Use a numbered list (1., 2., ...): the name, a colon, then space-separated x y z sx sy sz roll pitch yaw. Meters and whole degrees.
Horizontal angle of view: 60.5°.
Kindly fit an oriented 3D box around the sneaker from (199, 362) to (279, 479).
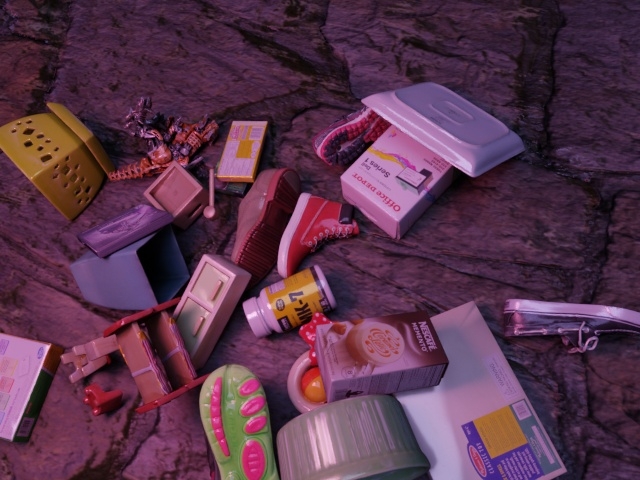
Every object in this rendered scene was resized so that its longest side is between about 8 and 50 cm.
1. sneaker: -0.163 0.506 1.183 0.185 0.202 0.483 0 85 -3

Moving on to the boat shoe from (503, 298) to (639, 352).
1. boat shoe: 0.572 0.198 1.231 0.306 0.113 0.105 5 75 13

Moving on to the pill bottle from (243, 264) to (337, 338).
1. pill bottle: -0.074 0.153 1.339 0.208 0.119 0.119 -25 66 -2

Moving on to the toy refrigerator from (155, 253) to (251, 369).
1. toy refrigerator: -0.284 0.174 1.324 0.102 0.094 0.270 31 97 19

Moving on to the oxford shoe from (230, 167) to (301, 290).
1. oxford shoe: -0.168 -0.033 1.452 0.130 0.123 0.348 10 69 41

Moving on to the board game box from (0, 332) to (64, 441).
1. board game box: -0.850 0.354 1.399 0.316 0.064 0.242 10 70 12

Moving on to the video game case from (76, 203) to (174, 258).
1. video game case: -0.507 -0.032 1.409 0.196 0.026 0.274 -31 23 -25

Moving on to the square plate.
1. square plate: 0.329 -0.307 1.399 0.347 0.049 0.344 40 39 21

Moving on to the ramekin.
1. ramekin: 0.055 0.431 1.115 0.303 0.303 0.148 -17 59 1

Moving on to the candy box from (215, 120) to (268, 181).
1. candy box: -0.214 -0.249 1.516 0.105 0.027 0.206 2 58 13

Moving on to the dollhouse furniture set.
1. dollhouse furniture set: -0.436 0.294 1.281 0.374 0.152 0.201 -28 84 42

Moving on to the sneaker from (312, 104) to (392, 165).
1. sneaker: 0.111 -0.321 1.514 0.299 0.121 0.112 -29 36 -12

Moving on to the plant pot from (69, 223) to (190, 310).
1. plant pot: -0.491 0.075 1.385 0.234 0.166 0.166 -7 25 18

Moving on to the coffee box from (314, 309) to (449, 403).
1. coffee box: 0.122 0.241 1.152 0.246 0.098 0.141 -7 46 -12

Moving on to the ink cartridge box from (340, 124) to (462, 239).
1. ink cartridge box: 0.216 -0.175 1.431 0.201 0.117 0.278 40 78 21

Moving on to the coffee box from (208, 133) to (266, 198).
1. coffee box: -0.234 -0.214 1.555 0.113 0.040 0.184 13 70 15

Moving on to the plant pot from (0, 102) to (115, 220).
1. plant pot: -0.729 -0.232 1.542 0.227 0.228 0.207 40 71 21

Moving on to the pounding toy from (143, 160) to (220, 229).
1. pounding toy: -0.338 -0.116 1.492 0.181 0.094 0.206 -47 69 -1

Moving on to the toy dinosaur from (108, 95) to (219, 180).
1. toy dinosaur: -0.456 -0.277 1.564 0.322 0.164 0.218 -31 82 -28

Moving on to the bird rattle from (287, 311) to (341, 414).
1. bird rattle: 0.013 0.302 1.255 0.207 0.143 0.253 -40 66 -7

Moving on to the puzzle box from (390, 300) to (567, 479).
1. puzzle box: 0.312 0.365 1.211 0.272 0.052 0.409 -19 66 -10

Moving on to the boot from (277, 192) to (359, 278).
1. boot: 0.000 0.000 1.411 0.176 0.088 0.244 15 67 12
